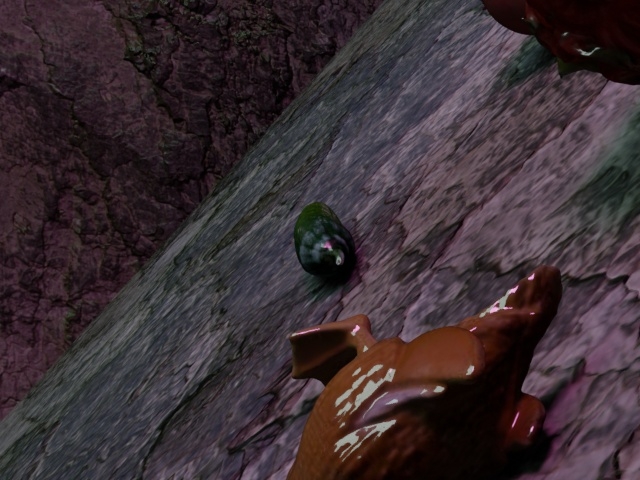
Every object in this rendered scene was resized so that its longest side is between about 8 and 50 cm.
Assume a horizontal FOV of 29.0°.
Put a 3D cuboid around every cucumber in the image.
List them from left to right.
[{"bbox_3d":[0.000,0.000,1.172,0.056,0.056,0.250,-44,8,3],"label":"cucumber"}]

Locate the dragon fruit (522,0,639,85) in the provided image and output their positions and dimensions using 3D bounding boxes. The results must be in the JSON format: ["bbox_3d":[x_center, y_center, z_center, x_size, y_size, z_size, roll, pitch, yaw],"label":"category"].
[{"bbox_3d":[0.220,-0.225,0.696,0.299,0.244,0.244,-53,11,-1],"label":"dragon fruit"}]

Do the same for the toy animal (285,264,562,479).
[{"bbox_3d":[0.052,0.092,0.577,0.188,0.089,0.179,-42,28,10],"label":"toy animal"}]

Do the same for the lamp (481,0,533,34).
[{"bbox_3d":[0.228,-0.268,1.154,0.182,0.140,0.182,-34,32,25],"label":"lamp"}]
